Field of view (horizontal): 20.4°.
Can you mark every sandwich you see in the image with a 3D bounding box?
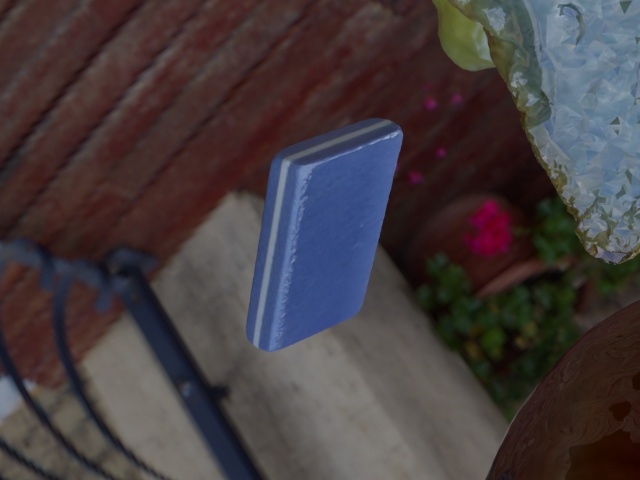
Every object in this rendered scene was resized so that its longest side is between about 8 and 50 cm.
[{"bbox_3d":[0.179,-0.184,0.948,0.262,0.325,0.131,-32,-174,30],"label":"sandwich"}]

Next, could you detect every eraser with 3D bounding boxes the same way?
[{"bbox_3d":[0.000,0.000,1.197,0.082,0.036,0.225,-22,148,-23],"label":"eraser"}]

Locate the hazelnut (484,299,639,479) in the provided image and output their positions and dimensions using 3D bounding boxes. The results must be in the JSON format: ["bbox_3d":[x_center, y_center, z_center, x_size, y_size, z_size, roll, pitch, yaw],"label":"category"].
[{"bbox_3d":[0.289,0.231,1.273,0.402,0.402,0.429,49,53,-58],"label":"hazelnut"}]

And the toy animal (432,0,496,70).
[{"bbox_3d":[0.196,-0.208,1.325,0.216,0.338,0.191,-57,-174,-25],"label":"toy animal"}]
